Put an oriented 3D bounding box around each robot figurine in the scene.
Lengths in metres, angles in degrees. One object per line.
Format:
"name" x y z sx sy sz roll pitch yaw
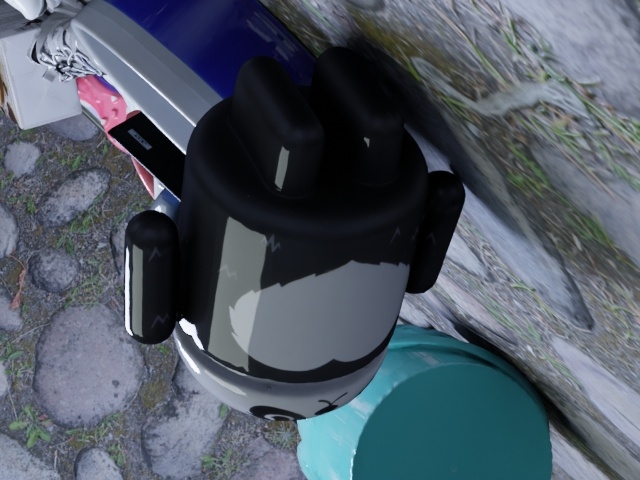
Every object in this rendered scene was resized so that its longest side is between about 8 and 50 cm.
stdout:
"robot figurine" -0.017 0.004 1.035 0.209 0.173 0.278 17 130 6

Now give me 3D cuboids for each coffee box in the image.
"coffee box" -0.540 -0.323 2.606 0.297 0.119 0.168 34 138 58

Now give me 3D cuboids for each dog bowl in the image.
"dog bowl" -0.079 -0.124 1.219 0.265 0.104 0.265 43 174 6

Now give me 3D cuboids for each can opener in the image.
"can opener" -0.186 -0.010 1.818 0.074 0.093 0.280 34 154 15

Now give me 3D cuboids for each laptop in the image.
"laptop" -0.107 -0.058 1.723 0.234 0.136 0.264 43 170 9

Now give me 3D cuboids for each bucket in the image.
"bucket" 0.124 0.239 1.681 0.281 0.281 0.183 45 173 -17

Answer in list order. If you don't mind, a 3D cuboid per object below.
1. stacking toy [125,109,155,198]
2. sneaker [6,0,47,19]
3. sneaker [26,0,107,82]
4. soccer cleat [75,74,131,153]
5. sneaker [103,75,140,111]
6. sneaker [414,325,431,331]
"stacking toy" -0.134 -0.090 2.011 0.309 0.130 0.279 57 -167 -30
"sneaker" -0.501 -0.404 1.999 0.297 0.129 0.111 43 173 -6
"sneaker" -0.318 -0.245 1.941 0.105 0.115 0.281 46 174 -25
"soccer cleat" -0.386 -0.247 2.683 0.248 0.083 0.095 41 -166 11
"sneaker" -0.265 -0.215 2.122 0.152 0.053 0.061 46 171 -15
"sneaker" 0.110 0.162 1.977 0.350 0.131 0.148 27 156 53
